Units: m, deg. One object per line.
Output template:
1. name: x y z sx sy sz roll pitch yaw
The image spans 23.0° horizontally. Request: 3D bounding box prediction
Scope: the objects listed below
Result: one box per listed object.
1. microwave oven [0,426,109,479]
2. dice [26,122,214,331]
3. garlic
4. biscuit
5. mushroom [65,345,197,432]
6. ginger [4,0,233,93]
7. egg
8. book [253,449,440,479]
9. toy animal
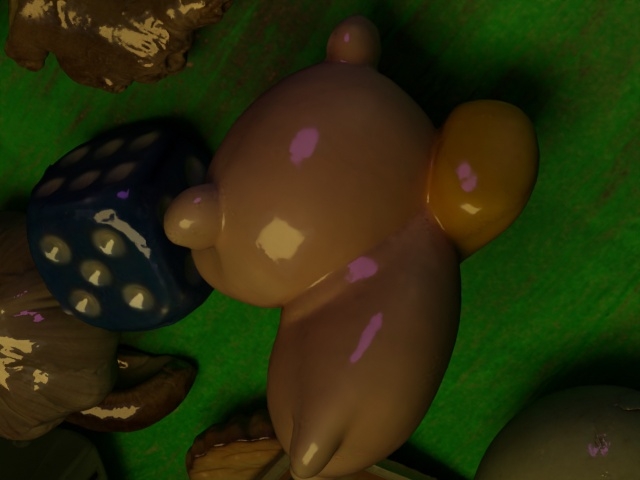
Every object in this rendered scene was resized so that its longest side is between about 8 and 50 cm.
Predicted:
1. microwave oven: -0.378 0.404 1.808 0.333 0.247 0.394 6 130 23
2. dice: -0.169 -0.013 1.424 0.143 0.146 0.146 -8 124 28
3. garlic: -0.300 0.082 1.530 0.228 0.152 0.228 1 92 24
4. biscuit: -0.071 0.217 1.628 0.118 0.061 0.183 34 135 -29
5. mushroom: -0.235 0.149 1.636 0.209 0.094 0.072 9 128 13
6. ginger: -0.173 -0.186 1.334 0.213 0.074 0.137 8 131 11
7. egg: 0.233 0.231 1.412 0.186 0.186 0.253 31 131 -2
8. book: 0.053 0.276 1.611 0.241 0.018 0.170 24 136 -16
9. toy animal: -0.009 0.005 1.260 0.247 0.345 0.277 29 169 -15
